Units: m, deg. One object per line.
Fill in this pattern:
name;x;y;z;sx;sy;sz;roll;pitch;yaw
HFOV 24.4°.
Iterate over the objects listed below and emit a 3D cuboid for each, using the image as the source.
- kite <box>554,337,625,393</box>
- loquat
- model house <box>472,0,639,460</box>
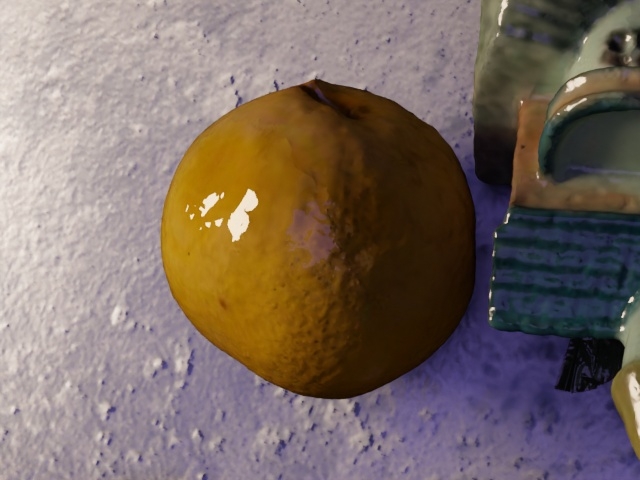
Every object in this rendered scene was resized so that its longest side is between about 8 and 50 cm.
kite;0.268;0.063;1.002;0.229;0.012;0.250;-21;82;8
loquat;0.000;0.000;0.954;0.208;0.208;0.208;-1;84;9
model house;0.211;-0.021;0.858;0.267;0.194;0.325;6;52;9
